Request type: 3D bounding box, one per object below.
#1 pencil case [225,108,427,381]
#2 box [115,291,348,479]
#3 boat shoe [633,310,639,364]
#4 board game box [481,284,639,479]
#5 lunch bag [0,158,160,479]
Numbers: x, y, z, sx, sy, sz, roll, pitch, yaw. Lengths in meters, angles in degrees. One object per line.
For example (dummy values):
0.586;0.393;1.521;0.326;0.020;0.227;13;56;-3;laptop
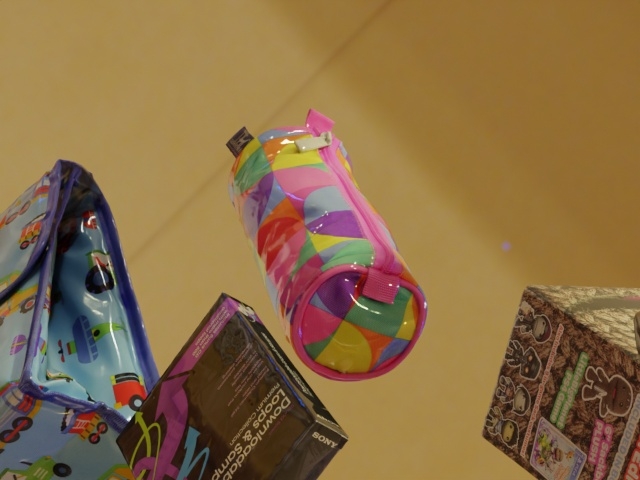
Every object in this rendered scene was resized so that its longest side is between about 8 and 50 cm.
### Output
0.000;0.000;1.307;0.104;0.104;0.236;38;14;-31;pencil case
-0.054;0.113;1.052;0.029;0.116;0.162;31;9;-32;box
0.289;0.103;1.155;0.302;0.098;0.109;-126;-157;-72;boat shoe
0.316;0.157;1.501;0.232;0.141;0.291;2;21;-34;board game box
-0.232;0.089;1.343;0.138;0.221;0.293;33;27;-32;lunch bag
